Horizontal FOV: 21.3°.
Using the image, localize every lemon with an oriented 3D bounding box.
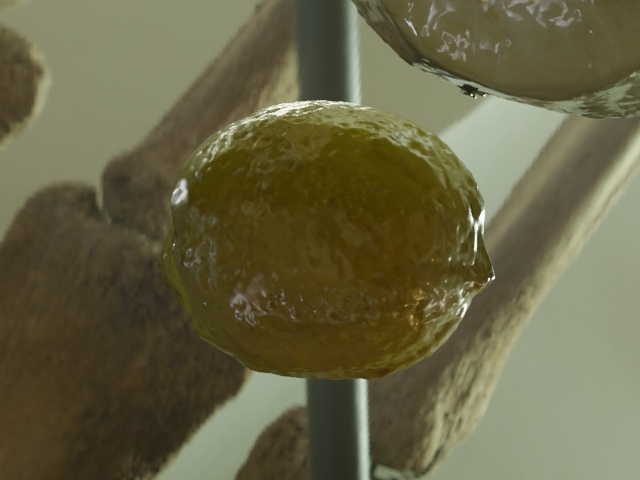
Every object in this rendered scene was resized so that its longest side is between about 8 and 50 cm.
[{"bbox_3d":[0.002,0.001,1.025,0.193,0.180,0.180,21,-128,37],"label":"lemon"}]

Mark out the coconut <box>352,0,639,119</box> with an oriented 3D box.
[{"bbox_3d":[0.138,-0.231,0.906,0.323,0.323,0.323,4,-124,-6],"label":"coconut"}]
